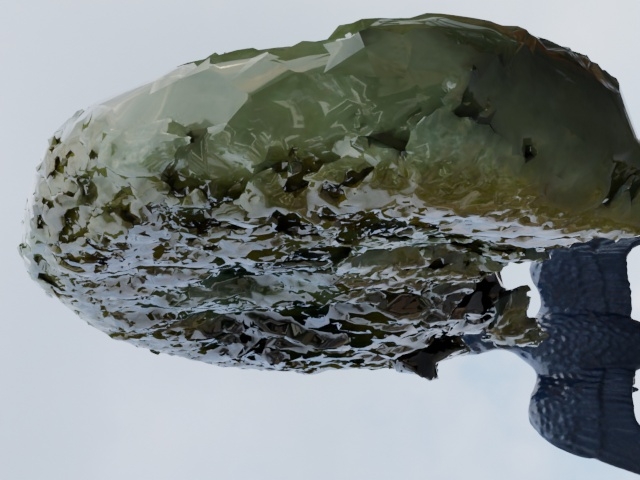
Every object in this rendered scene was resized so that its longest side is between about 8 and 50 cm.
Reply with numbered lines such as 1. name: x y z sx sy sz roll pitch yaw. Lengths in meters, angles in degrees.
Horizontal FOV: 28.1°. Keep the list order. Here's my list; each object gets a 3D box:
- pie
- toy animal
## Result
1. pie: 0.000 0.000 0.641 0.296 0.371 0.078 4 -112 -6
2. toy animal: 0.234 0.096 1.109 0.176 0.255 0.239 42 -138 -60
